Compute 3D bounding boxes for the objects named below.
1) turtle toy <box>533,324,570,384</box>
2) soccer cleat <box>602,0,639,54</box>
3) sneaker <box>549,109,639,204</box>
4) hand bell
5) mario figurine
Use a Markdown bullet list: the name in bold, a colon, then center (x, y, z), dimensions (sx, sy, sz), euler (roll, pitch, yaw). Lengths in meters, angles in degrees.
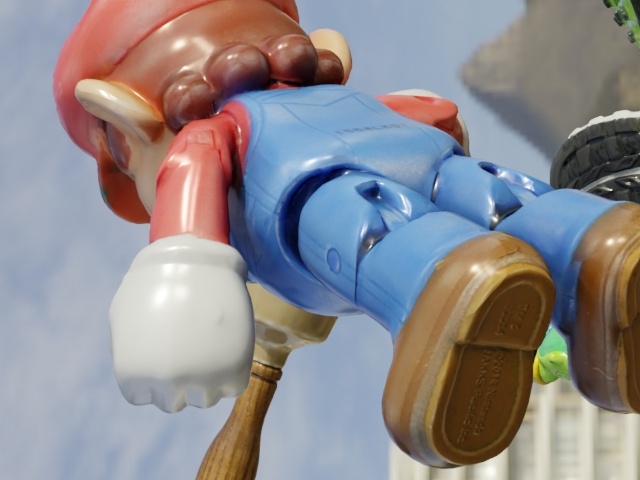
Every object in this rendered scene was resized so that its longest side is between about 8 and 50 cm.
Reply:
- **turtle toy**: center (0.207, 0.065, 1.404), dimensions (0.130, 0.095, 0.066), euler (-16, -76, -41)
- **soccer cleat**: center (0.281, -0.182, 1.586), dimensions (0.179, 0.072, 0.060), euler (38, -161, -57)
- **sneaker**: center (0.280, -0.048, 1.191), dimensions (0.108, 0.271, 0.100), euler (-12, -81, -55)
- **hand bell**: center (-0.042, 0.095, 1.317), dimensions (0.126, 0.126, 0.242), euler (13, -83, -76)
- **mario figurine**: center (0.000, 0.000, 0.792), dimensions (0.198, 0.320, 0.170), euler (32, -88, -42)
